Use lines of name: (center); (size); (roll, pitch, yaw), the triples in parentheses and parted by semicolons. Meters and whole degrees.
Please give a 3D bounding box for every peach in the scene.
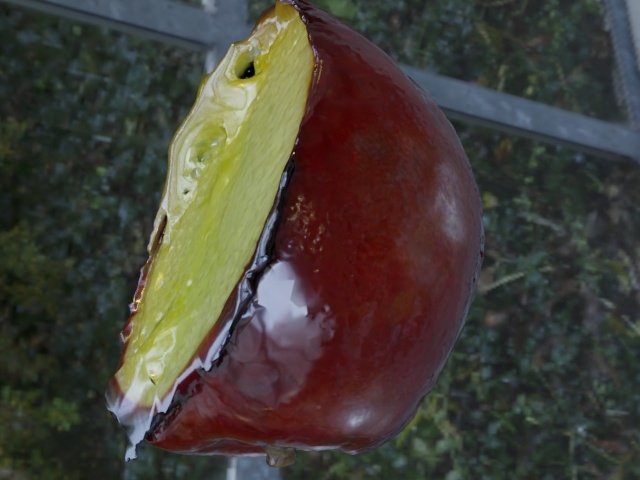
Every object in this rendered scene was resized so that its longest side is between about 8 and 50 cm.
peach: (0.000, 0.000, 0.837); (0.258, 0.201, 0.361); (-28, 45, 53)
